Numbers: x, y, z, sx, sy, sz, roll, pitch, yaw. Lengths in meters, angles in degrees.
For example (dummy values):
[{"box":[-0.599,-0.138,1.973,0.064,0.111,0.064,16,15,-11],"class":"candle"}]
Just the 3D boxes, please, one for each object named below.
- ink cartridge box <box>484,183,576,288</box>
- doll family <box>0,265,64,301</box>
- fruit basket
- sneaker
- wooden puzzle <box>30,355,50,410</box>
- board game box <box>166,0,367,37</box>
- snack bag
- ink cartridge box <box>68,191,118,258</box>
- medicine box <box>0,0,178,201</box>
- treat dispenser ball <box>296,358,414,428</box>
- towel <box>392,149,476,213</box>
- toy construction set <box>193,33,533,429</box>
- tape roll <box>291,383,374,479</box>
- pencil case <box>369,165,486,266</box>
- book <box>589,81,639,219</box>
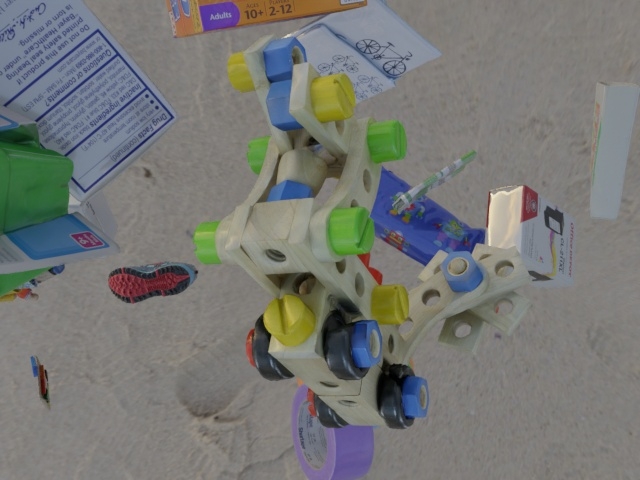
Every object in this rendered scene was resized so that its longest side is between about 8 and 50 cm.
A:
[{"box":[0.356,-0.003,1.257,0.072,0.175,0.127,-11,65,45],"class":"ink cartridge box"},{"box":[-0.551,0.027,1.182,0.163,0.118,0.263,-25,119,15],"class":"doll family"},{"box":[-0.391,-0.045,0.587,0.327,0.353,0.165,26,105,28],"class":"fruit basket"},{"box":[-0.458,0.111,2.073,0.262,0.125,0.104,-3,98,17],"class":"sneaker"},{"box":[-0.421,0.217,1.136,0.014,0.116,0.078,-12,74,-16],"class":"wooden puzzle"},{"box":[-0.152,-0.645,1.602,0.356,0.356,0.356,-14,107,-17],"class":"board game box"},{"box":[0.096,-0.473,1.901,0.343,0.323,0.037,-19,58,38],"class":"snack bag"},{"box":[-0.504,-0.043,1.395,0.208,0.153,0.086,1,50,8],"class":"ink cartridge box"},{"box":[-0.330,-0.206,0.881,0.149,0.263,0.289,-42,109,-9],"class":"medicine box"},{"box":[0.086,0.320,1.833,0.288,0.288,0.288,0,88,14],"class":"treat dispenser ball"},{"box":[0.199,-0.100,1.309,0.152,0.113,0.023,-32,87,-5],"class":"towel"},{"box":[0.034,0.019,0.570,0.151,0.328,0.215,-15,52,37],"class":"toy construction set"},{"box":[0.019,0.353,1.387,0.080,0.189,0.189,-2,87,-27],"class":"tape roll"},{"box":[0.171,-0.039,1.412,0.306,0.119,0.133,33,61,9],"class":"pencil case"},{"box":[0.233,-0.076,0.597,0.035,0.144,0.096,8,104,18],"class":"book"}]
